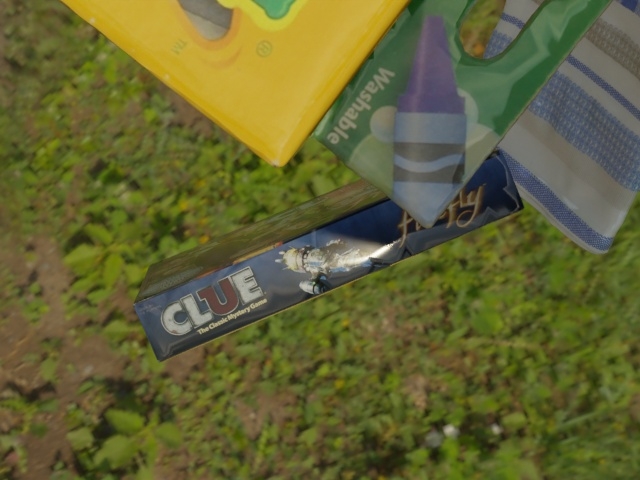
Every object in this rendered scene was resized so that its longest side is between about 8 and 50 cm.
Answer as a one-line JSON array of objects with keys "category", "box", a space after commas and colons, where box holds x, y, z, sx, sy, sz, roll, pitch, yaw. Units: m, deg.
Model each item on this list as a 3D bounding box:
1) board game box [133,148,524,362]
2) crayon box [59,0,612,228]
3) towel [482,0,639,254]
[{"category": "board game box", "box": [0.000, 0.000, 0.887, 0.243, 0.165, 0.042, -23, 98, -1]}, {"category": "crayon box", "box": [-0.034, -0.170, 0.391, 0.323, 0.203, 0.083, 37, 12, -3]}, {"category": "towel", "box": [0.226, -0.149, 1.191, 0.034, 0.285, 0.209, -17, 48, -36]}]
